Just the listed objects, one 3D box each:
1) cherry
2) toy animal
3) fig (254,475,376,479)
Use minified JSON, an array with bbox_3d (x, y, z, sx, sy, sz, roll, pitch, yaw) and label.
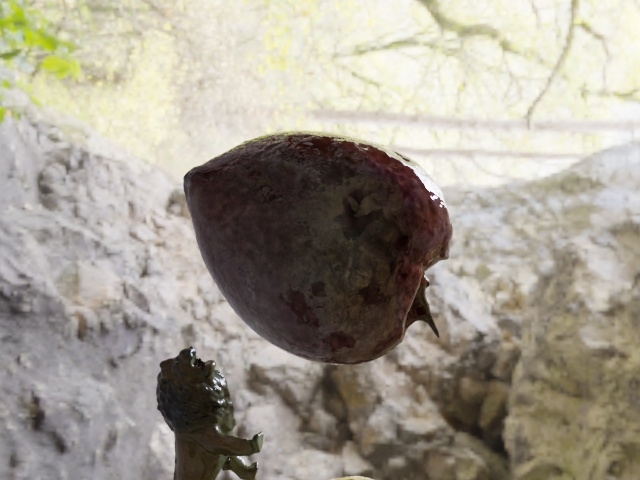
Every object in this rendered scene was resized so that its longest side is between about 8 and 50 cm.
[{"bbox_3d":[0.000,0.000,0.986,0.230,0.300,0.203,-63,-179,-5],"label":"cherry"},{"bbox_3d":[-0.084,0.196,0.795,0.069,0.086,0.220,83,2,-80],"label":"toy animal"},{"bbox_3d":[0.011,0.269,0.861,0.150,0.128,0.128,5,82,-25],"label":"fig"}]
